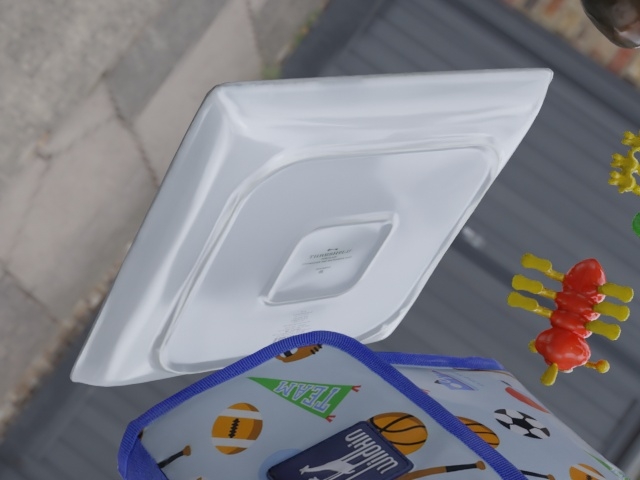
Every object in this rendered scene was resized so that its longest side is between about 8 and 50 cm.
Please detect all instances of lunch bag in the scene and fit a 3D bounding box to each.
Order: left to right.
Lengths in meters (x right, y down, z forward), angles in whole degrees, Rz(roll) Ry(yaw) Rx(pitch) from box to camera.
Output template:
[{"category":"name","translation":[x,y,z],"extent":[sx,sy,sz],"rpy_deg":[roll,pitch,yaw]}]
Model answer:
[{"category":"lunch bag","translation":[0.076,0.233,1.246],"extent":[0.386,0.328,0.238],"rpy_deg":[7,112,-40]}]

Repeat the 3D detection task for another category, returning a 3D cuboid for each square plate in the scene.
[{"category":"square plate","translation":[0.000,0.000,1.353],"extent":[0.347,0.049,0.344],"rpy_deg":[-7,141,-37]}]

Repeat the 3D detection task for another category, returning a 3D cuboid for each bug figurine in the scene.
[{"category":"bug figurine","translation":[0.293,0.043,1.209],"extent":[0.216,0.279,0.072],"rpy_deg":[-66,158,-6]}]

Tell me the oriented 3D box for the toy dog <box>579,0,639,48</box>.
[{"category":"toy dog","translation":[0.386,-0.316,1.716],"extent":[0.285,0.395,0.408],"rpy_deg":[-13,-173,22]}]
